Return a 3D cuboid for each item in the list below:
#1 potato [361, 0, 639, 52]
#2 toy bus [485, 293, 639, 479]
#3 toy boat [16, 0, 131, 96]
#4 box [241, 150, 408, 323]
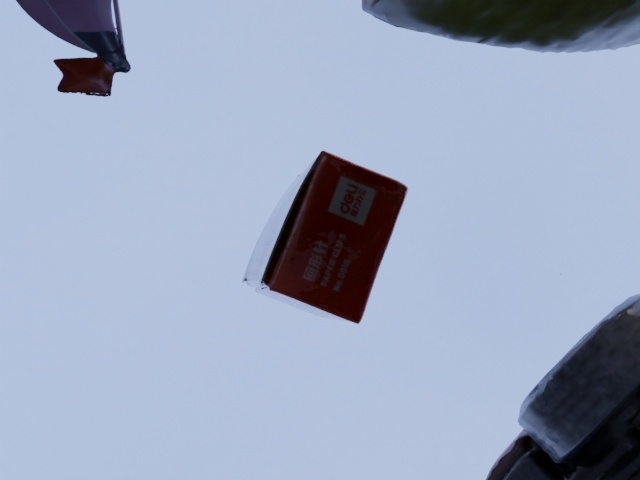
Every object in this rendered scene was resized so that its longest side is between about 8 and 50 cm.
[{"bbox_3d":[0.111,-0.202,0.388,0.112,0.255,0.269,-46,-129,45],"label":"potato"},{"bbox_3d":[0.270,0.011,0.336,0.203,0.233,0.427,46,-66,21],"label":"toy bus"},{"bbox_3d":[-0.252,-0.302,0.837,0.219,0.072,0.318,10,-70,-26],"label":"toy boat"},{"bbox_3d":[0.000,0.000,0.839,0.099,0.182,0.133,23,-95,-7],"label":"box"}]
